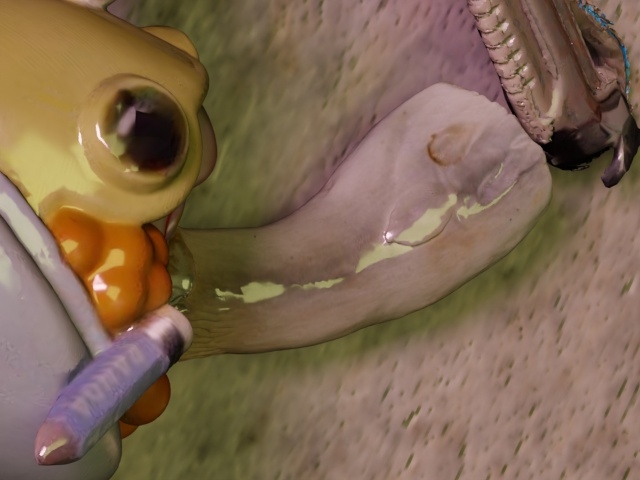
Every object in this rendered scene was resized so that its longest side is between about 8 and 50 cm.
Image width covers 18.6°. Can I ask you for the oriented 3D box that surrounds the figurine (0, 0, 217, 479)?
[{"bbox_3d":[-0.131,-0.089,0.789,0.205,0.224,0.382,19,75,-29],"label":"figurine"}]

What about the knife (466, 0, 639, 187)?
[{"bbox_3d":[0.070,-0.157,0.881,0.365,0.043,0.089,56,44,-42],"label":"knife"}]

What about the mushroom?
[{"bbox_3d":[0.000,0.004,0.913,0.223,0.081,0.092,-25,117,-17],"label":"mushroom"}]
